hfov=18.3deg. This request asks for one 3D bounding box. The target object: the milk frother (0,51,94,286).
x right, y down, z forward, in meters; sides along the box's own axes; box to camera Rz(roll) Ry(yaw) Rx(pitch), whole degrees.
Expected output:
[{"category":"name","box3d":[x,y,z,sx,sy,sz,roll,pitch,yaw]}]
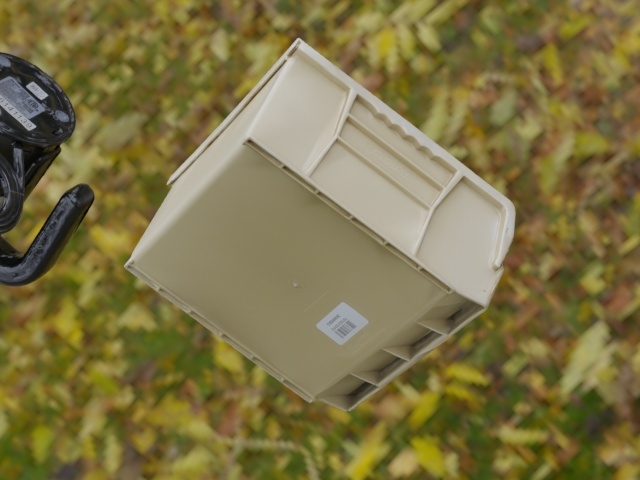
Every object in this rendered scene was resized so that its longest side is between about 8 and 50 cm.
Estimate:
[{"category":"milk frother","box3d":[-0.236,-0.031,1.290,0.129,0.143,0.135,52,125,19]}]

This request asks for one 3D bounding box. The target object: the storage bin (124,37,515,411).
[{"category":"storage bin","box3d":[0.000,0.000,1.769,0.262,0.260,0.123,-42,15,50]}]
